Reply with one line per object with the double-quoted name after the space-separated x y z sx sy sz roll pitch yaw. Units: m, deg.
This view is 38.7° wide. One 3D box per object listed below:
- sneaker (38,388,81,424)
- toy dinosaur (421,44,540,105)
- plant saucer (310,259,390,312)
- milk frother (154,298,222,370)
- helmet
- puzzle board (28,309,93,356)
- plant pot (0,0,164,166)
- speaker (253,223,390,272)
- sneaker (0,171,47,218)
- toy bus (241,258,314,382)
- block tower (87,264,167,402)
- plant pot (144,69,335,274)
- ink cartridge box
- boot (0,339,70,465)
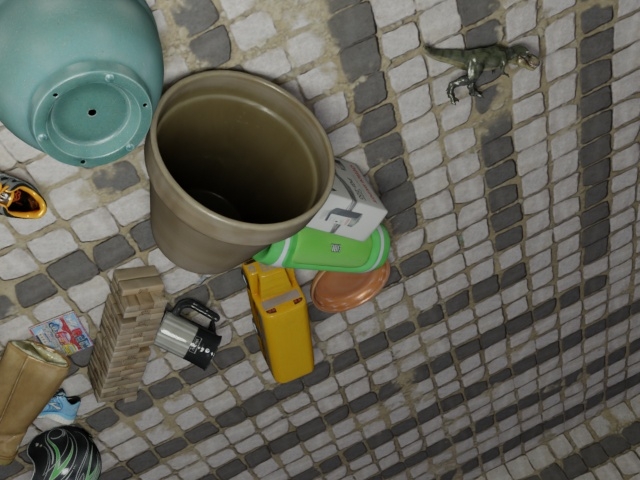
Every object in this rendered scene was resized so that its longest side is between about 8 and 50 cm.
-0.593 0.348 1.991 0.162 0.063 0.073 28 96 -50 "sneaker"
0.297 -0.331 1.785 0.268 0.064 0.118 -4 128 -25 "toy dinosaur"
0.065 0.087 2.113 0.200 0.037 0.200 -18 140 -16 "plant saucer"
-0.289 0.205 1.985 0.135 0.129 0.143 28 154 -9 "milk frother"
-0.587 0.524 2.089 0.169 0.161 0.169 -17 140 -15 "helmet"
-0.535 0.201 1.890 0.096 0.011 0.128 -22 140 -9 "puzzle board"
-0.362 -0.236 1.374 0.293 0.196 0.293 -17 139 -15 "plant pot"
0.000 0.000 1.908 0.296 0.131 0.131 5 130 -35 "speaker"
-0.545 -0.084 1.499 0.215 0.083 0.084 14 98 -47 "sneaker"
-0.091 0.170 2.032 0.108 0.130 0.332 -20 140 -12 "toy bus"
-0.409 0.206 1.905 0.097 0.091 0.335 -7 136 -32 "block tower"
-0.173 -0.089 1.602 0.323 0.323 0.280 -4 152 -28 "plant pot"
0.003 -0.096 1.778 0.218 0.158 0.092 16 123 -42 "ink cartridge box"
-0.675 0.312 1.865 0.236 0.089 0.269 24 109 -23 "boot"
